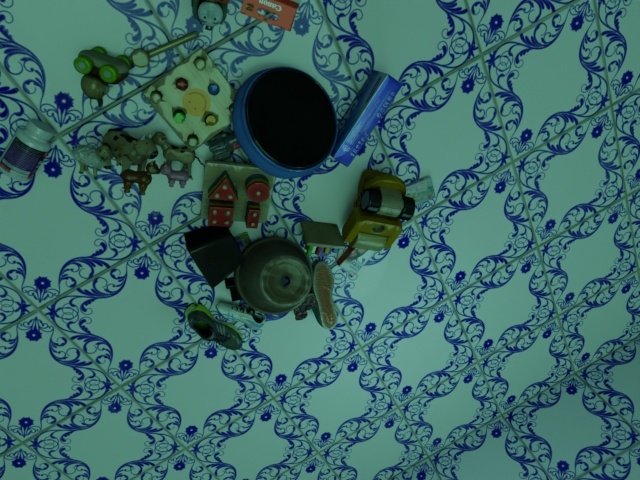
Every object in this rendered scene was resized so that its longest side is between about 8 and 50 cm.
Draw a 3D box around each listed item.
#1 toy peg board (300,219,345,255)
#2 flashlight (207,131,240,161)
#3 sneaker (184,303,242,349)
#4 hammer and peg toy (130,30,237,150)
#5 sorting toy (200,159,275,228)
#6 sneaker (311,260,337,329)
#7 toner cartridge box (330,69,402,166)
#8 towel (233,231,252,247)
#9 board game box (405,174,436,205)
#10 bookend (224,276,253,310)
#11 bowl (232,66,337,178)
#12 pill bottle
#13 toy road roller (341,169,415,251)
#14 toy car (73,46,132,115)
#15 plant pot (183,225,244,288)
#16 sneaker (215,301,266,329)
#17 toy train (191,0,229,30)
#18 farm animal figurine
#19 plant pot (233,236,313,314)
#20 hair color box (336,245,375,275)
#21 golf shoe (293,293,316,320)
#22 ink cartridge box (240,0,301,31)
[{"bbox_3d":[0.000,0.000,1.944,0.161,0.161,0.079,6,125,-18],"label":"toy peg board"},{"bbox_3d":[-0.251,-0.367,1.733,0.304,0.103,0.103,-21,161,-1],"label":"flashlight"},{"bbox_3d":[-0.455,0.395,2.025,0.300,0.121,0.111,39,101,-27],"label":"sneaker"},{"bbox_3d":[-0.445,-0.514,1.587,0.266,0.127,0.361,-35,119,3],"label":"hammer and peg toy"},{"bbox_3d":[-0.310,-0.159,1.780,0.258,0.089,0.255,4,129,-16],"label":"sorting toy"},{"bbox_3d":[-0.005,0.237,2.086,0.108,0.121,0.301,-9,96,-28],"label":"sneaker"},{"bbox_3d":[0.149,-0.454,1.757,0.075,0.165,0.347,28,105,-25],"label":"toner cartridge box"},{"bbox_3d":[-0.326,0.002,1.935,0.083,0.009,0.060,-22,119,-4],"label":"towel"},{"bbox_3d":[0.409,-0.201,2.026,0.154,0.026,0.103,-23,119,-3],"label":"board game box"},{"bbox_3d":[-0.313,0.229,2.011,0.157,0.072,0.157,-11,117,-10],"label":"bookend"},{"bbox_3d":[-0.110,-0.412,1.646,0.392,0.077,0.390,3,85,-30],"label":"bowl"},{"bbox_3d":[-0.964,-0.300,1.562,0.108,0.108,0.193,33,103,-26],"label":"pill bottle"},{"bbox_3d":[0.224,-0.134,1.924,0.203,0.240,0.329,10,137,-18],"label":"toy road roller"},{"bbox_3d":[-0.702,-0.498,1.517,0.149,0.155,0.188,17,122,-12],"label":"toy car"},{"bbox_3d":[-0.404,0.040,1.842,0.167,0.188,0.187,-29,119,-8],"label":"plant pot"},{"bbox_3d":[-0.340,0.311,2.035,0.237,0.085,0.086,29,114,-30],"label":"sneaker"},{"bbox_3d":[-0.326,-0.753,1.404,0.143,0.333,0.190,1,129,-18],"label":"toy train"},{"bbox_3d":[-0.601,-0.296,1.606,0.327,0.330,0.172,19,114,8],"label":"farm animal figurine"},{"bbox_3d":[-0.162,0.143,1.837,0.324,0.280,0.322,0,90,-15],"label":"plant pot"},{"bbox_3d":[0.160,0.065,2.072,0.093,0.053,0.167,35,101,-25],"label":"hair color box"},{"bbox_3d":[-0.078,0.272,2.055,0.068,0.085,0.186,-3,146,-30],"label":"golf shoe"},{"bbox_3d":[-0.142,-0.838,1.558,0.189,0.066,0.232,12,107,-20],"label":"ink cartridge box"}]
